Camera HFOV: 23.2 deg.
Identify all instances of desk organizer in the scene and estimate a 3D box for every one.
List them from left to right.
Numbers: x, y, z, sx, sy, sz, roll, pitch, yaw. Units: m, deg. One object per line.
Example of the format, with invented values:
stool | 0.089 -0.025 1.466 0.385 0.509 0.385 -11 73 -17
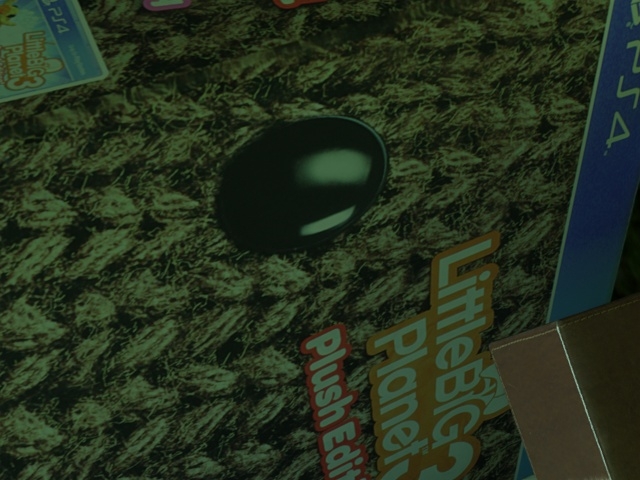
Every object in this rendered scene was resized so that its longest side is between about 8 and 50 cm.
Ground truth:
desk organizer | 0.114 0.028 0.397 0.047 0.130 0.050 146 106 -71

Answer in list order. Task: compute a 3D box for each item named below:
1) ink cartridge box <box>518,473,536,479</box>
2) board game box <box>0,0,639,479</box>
ink cartridge box | 0.105 0.263 0.408 0.395 0.286 0.166 63 158 22
board game box | -0.063 0.001 0.476 0.141 0.291 0.232 53 153 39
